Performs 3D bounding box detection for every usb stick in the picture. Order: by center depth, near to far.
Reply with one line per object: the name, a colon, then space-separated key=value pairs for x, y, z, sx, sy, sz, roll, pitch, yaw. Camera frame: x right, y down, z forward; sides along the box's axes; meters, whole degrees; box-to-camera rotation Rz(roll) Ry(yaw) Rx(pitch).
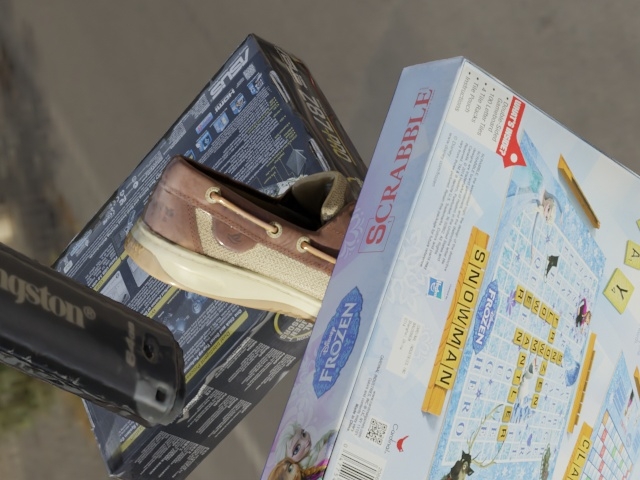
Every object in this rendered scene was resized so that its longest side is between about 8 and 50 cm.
usb stick: x=-0.189 y=0.030 z=1.049 sx=0.045 sy=0.278 sz=0.077 roll=-42 pitch=39 yaw=23

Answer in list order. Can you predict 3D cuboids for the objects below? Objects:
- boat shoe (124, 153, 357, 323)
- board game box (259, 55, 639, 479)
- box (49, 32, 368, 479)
boat shoe: x=0.000 y=0.000 z=1.627 sx=0.123 sy=0.342 sz=0.123 roll=43 pitch=114 yaw=58
board game box: x=0.135 y=0.096 z=1.200 sx=0.066 sy=0.318 sz=0.318 roll=-3 pitch=62 yaw=54
box: x=-0.117 y=0.022 z=1.973 sx=0.395 sy=0.097 sz=0.318 roll=-48 pitch=42 yaw=18
